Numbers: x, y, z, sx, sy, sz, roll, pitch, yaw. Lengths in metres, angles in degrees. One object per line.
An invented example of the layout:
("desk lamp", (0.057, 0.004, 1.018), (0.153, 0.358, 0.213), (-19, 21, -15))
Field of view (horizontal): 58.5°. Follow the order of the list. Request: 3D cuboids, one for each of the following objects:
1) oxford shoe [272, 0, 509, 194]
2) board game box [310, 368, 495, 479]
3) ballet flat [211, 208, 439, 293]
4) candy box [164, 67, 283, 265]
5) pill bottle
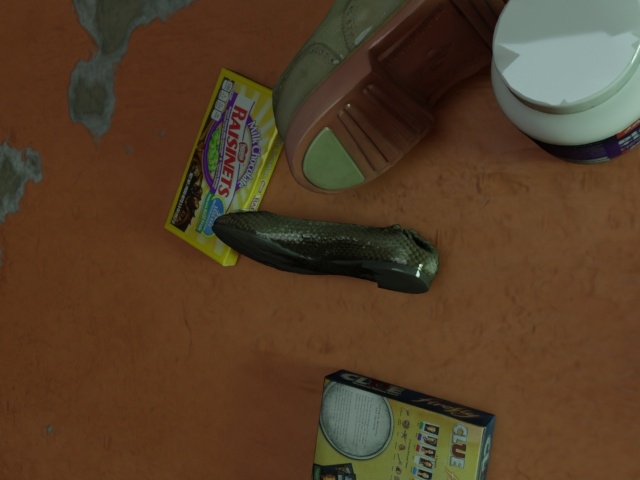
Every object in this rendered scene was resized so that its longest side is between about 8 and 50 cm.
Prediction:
("oxford shoe", (0.101, -0.218, 0.484), (0.397, 0.140, 0.146), (-38, 52, 15))
("board game box", (0.067, 0.268, 0.558), (0.165, 0.042, 0.243), (10, 96, 29))
("ballet flat", (0.000, 0.000, 0.582), (0.250, 0.084, 0.058), (9, 67, 28))
("candy box", (-0.106, -0.084, 0.662), (0.105, 0.027, 0.206), (29, 105, 22))
("pill bottle", (0.183, -0.116, 0.401), (0.108, 0.193, 0.108), (1, 91, 30))
